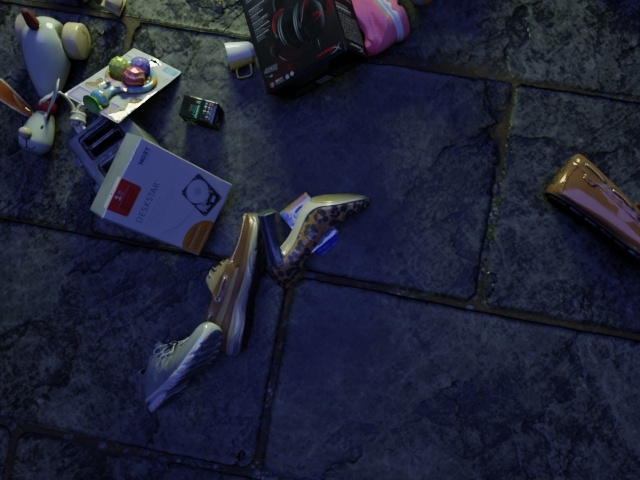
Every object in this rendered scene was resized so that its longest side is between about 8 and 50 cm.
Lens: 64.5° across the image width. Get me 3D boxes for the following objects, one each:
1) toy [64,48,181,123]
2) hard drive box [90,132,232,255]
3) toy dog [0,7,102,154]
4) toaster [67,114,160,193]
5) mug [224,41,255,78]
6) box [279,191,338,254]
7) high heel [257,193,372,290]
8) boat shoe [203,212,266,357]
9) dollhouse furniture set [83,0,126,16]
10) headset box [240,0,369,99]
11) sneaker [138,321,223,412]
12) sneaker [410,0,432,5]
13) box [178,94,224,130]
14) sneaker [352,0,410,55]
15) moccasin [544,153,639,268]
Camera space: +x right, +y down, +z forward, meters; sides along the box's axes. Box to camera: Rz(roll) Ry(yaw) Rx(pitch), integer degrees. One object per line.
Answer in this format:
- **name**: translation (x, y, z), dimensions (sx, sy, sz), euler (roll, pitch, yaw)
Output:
- **toy**: translation (-0.436, -0.368, 1.135), dimensions (0.136, 0.056, 0.237), euler (28, 53, 4)
- **hard drive box**: translation (-0.336, -0.094, 1.089), dimensions (0.089, 0.232, 0.181), euler (24, 88, 48)
- **toy dog**: translation (-0.640, -0.380, 1.155), dimensions (0.220, 0.161, 0.334), euler (-13, 86, 2)
- **toaster**: translation (-0.449, -0.191, 1.160), dimensions (0.185, 0.110, 0.168), euler (-37, 86, 0)
- **mug**: translation (-0.187, -0.432, 1.196), dimensions (0.064, 0.078, 0.062), euler (-16, 53, -7)
- **box**: translation (-0.022, -0.034, 1.170), dimensions (0.081, 0.028, 0.136), euler (-40, 84, 0)
- **high heel**: translation (0.000, 0.000, 1.131), dimensions (0.261, 0.093, 0.186), euler (-14, 109, -11)
- **boat shoe**: translation (-0.198, 0.092, 1.127), dimensions (0.116, 0.123, 0.325), euler (11, 85, 5)
- **dollhouse furniture set**: translation (-0.614, -0.740, 1.240), dimensions (0.355, 0.173, 0.303), euler (25, 74, -25)
- **headset box**: translation (-0.046, -0.494, 1.114), dimensions (0.218, 0.110, 0.293), euler (-17, 87, 32)
- **sneaker**: translation (-0.318, 0.256, 1.090), dimensions (0.281, 0.105, 0.115), euler (-47, 74, 25)
- **sneaker**: translation (0.164, -0.608, 1.146), dimensions (0.099, 0.121, 0.262), euler (-33, 73, -11)
- **box**: translation (-0.276, -0.296, 1.181), dimensions (0.083, 0.062, 0.052), euler (15, 86, 3)
- **sneaker**: translation (0.062, -0.554, 1.151), dimensions (0.136, 0.116, 0.314), euler (-40, 86, -3)
- **moccasin**: translation (0.677, -0.041, 1.092), dimensions (0.380, 0.139, 0.147), euler (41, 98, 14)
